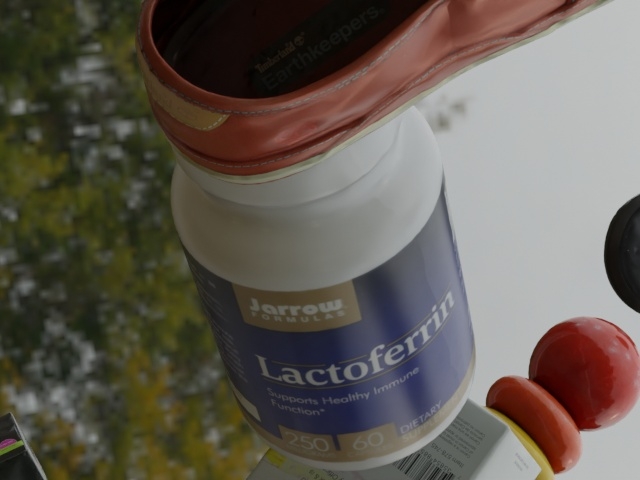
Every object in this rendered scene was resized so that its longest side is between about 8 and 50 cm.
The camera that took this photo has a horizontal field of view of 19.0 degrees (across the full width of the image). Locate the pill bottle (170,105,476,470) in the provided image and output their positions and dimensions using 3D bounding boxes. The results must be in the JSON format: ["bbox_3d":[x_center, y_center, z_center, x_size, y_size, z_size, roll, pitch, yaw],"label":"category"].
[{"bbox_3d":[0.000,0.000,1.085,0.265,0.153,0.153,74,-10,-48],"label":"pill bottle"}]

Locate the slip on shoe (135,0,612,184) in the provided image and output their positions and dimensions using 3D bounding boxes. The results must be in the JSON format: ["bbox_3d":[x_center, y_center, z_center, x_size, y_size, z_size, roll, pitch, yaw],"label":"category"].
[{"bbox_3d":[0.065,-0.141,0.768,0.123,0.331,0.101,57,6,16],"label":"slip on shoe"}]

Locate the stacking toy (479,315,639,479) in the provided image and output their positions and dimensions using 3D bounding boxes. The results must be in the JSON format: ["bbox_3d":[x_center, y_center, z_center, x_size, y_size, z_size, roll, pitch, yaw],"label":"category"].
[{"bbox_3d":[0.119,0.184,1.451,0.141,0.330,0.141,43,-18,18],"label":"stacking toy"}]

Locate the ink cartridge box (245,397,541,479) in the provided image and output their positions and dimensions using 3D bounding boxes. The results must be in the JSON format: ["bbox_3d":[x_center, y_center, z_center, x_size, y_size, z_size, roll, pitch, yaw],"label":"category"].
[{"bbox_3d":[0.038,0.174,1.271,0.128,0.176,0.127,35,-7,24],"label":"ink cartridge box"}]

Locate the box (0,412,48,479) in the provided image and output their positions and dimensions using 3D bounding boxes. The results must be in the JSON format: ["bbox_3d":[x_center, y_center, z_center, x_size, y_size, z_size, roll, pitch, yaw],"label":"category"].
[{"bbox_3d":[-0.259,0.196,1.567,0.052,0.062,0.083,54,-13,50],"label":"box"}]

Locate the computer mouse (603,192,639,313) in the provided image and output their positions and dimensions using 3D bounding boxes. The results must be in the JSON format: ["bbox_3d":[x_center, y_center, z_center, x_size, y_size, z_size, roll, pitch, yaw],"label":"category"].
[{"bbox_3d":[0.362,-0.008,1.724,0.188,0.272,0.072,68,-20,-1],"label":"computer mouse"}]
